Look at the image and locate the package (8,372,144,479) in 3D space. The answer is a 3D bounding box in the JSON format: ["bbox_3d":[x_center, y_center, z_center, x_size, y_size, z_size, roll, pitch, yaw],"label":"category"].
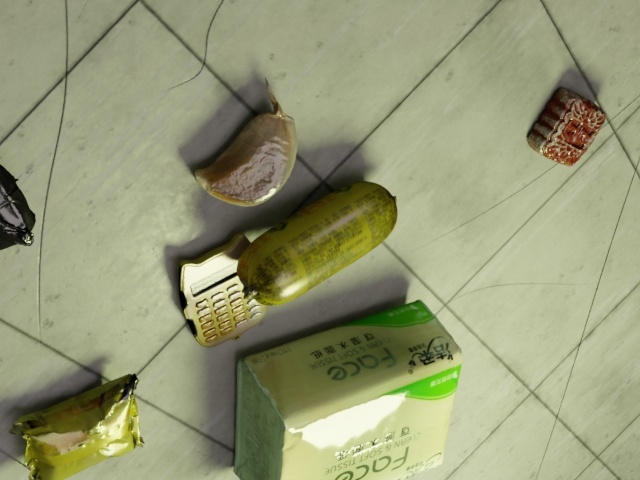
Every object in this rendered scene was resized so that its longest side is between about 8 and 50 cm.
[{"bbox_3d":[-0.403,0.323,1.736,0.226,0.090,0.168,-21,128,-26],"label":"package"}]

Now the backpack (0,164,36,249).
[{"bbox_3d":[-0.464,-0.062,1.394,0.120,0.106,0.165,-16,116,2],"label":"backpack"}]

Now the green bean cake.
[{"bbox_3d":[0.481,-0.216,2.003,0.135,0.056,0.135,16,111,-41],"label":"green bean cake"}]

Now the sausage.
[{"bbox_3d":[0.000,0.000,1.745,0.347,0.123,0.123,-32,136,-28],"label":"sausage"}]

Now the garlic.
[{"bbox_3d":[-0.099,-0.141,1.618,0.128,0.090,0.198,32,104,-33],"label":"garlic"}]

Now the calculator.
[{"bbox_3d":[-0.168,0.092,1.779,0.157,0.033,0.236,-27,136,-18],"label":"calculator"}]

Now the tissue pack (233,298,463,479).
[{"bbox_3d":[0.052,0.335,1.996,0.405,0.205,0.331,-15,132,-26],"label":"tissue pack"}]
